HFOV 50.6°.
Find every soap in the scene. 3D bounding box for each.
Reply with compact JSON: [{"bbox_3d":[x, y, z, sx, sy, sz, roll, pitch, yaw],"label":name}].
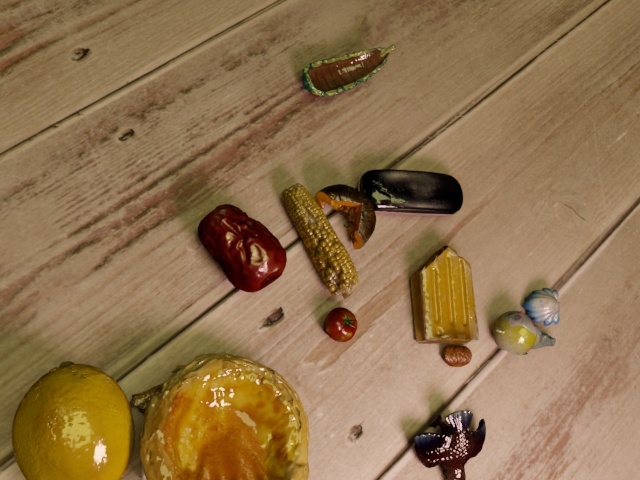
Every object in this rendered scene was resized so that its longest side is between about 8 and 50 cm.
[{"bbox_3d":[0.327,0.143,1.804,0.160,0.080,0.258,5,70,-20],"label":"soap"}]

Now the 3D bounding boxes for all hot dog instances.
[{"bbox_3d":[0.357,0.303,1.785,0.083,0.035,0.058,5,71,-19],"label":"hot dog"}]

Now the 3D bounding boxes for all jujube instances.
[{"bbox_3d":[-0.189,0.016,1.621,0.230,0.155,0.155,47,63,2],"label":"jujube"}]

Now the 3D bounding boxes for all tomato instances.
[{"bbox_3d":[0.048,0.210,1.684,0.087,0.075,0.087,16,58,-28],"label":"tomato"}]

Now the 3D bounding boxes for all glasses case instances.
[{"bbox_3d":[0.252,-0.131,1.872,0.314,0.075,0.122,1,71,-20],"label":"glasses case"}]

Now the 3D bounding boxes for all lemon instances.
[{"bbox_3d":[-0.487,0.381,1.344,0.236,0.236,0.263,-27,63,-26],"label":"lemon"}]

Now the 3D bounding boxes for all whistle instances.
[{"bbox_3d":[0.557,0.249,1.836,0.223,0.123,0.123,11,68,-31],"label":"whistle"}]

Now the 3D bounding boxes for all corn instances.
[{"bbox_3d":[0.000,0.000,1.728,0.097,0.097,0.320,-25,80,-26],"label":"corn"}]

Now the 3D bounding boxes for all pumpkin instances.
[{"bbox_3d":[0.081,-0.080,1.768,0.107,0.119,0.183,-40,92,-15],"label":"pumpkin"}]

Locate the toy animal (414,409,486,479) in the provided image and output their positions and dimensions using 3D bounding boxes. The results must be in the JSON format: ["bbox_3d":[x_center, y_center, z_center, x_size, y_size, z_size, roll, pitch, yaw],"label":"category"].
[{"bbox_3d":[0.331,0.513,1.659,0.218,0.116,0.179,-2,72,-27],"label":"toy animal"}]

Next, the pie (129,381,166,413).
[{"bbox_3d":[-0.339,0.351,1.516,0.170,0.034,0.092,-19,78,-31],"label":"pie"}]

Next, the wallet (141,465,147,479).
[{"bbox_3d":[-0.297,0.499,1.480,0.190,0.033,0.095,21,64,-13],"label":"wallet"}]

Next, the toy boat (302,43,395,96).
[{"bbox_3d":[0.077,-0.480,1.919,0.293,0.099,0.108,-25,82,-18],"label":"toy boat"}]

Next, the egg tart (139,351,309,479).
[{"bbox_3d":[-0.204,0.428,1.439,0.388,0.169,0.388,16,51,-20],"label":"egg tart"}]

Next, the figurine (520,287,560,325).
[{"bbox_3d":[0.619,0.186,1.909,0.114,0.079,0.114,-3,80,16],"label":"figurine"}]
